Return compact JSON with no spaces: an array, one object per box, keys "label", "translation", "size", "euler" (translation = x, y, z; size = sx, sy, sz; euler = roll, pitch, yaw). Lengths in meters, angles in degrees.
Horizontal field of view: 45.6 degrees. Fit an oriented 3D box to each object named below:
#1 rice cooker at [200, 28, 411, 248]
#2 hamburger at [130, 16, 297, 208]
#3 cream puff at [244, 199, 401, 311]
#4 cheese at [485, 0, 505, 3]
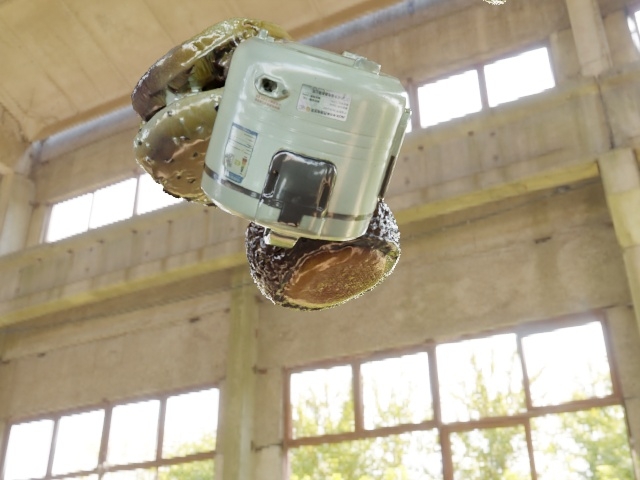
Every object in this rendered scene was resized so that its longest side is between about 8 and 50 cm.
[{"label":"rice cooker","translation":[-0.020,-0.110,0.900],"size":[0.226,0.226,0.244],"euler":[14,-75,-23]},{"label":"hamburger","translation":[-0.126,-0.199,1.214],"size":[0.277,0.195,0.318],"euler":[-32,-26,31]},{"label":"cream puff","translation":[0.000,0.000,1.162],"size":[0.239,0.164,0.239],"euler":[-14,-31,-9]},{"label":"cheese","translation":[0.164,-0.253,0.679],"size":[0.044,0.083,0.030],"euler":[30,4,-3]}]
